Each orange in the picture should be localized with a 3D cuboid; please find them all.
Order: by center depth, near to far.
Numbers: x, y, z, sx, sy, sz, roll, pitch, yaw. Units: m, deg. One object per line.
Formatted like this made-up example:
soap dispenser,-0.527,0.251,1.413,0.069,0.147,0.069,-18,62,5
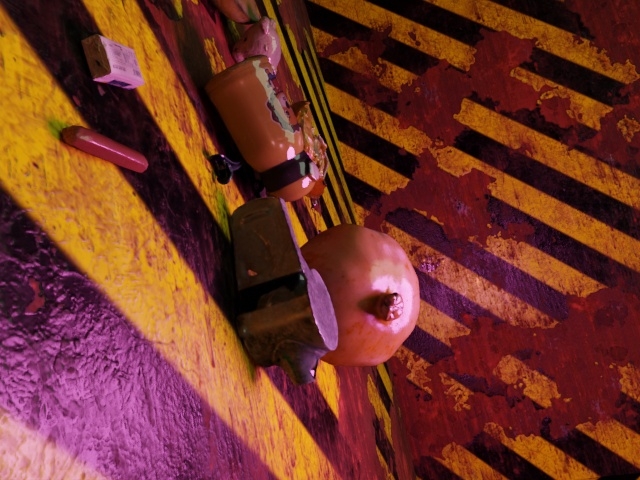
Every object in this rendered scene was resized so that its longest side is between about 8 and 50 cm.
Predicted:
orange,-0.063,-0.305,1.446,0.334,0.196,0.262,58,36,-43

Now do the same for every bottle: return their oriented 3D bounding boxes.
bottle,-0.128,-0.263,1.050,0.350,0.172,0.171,61,17,-19

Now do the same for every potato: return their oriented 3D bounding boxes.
potato,-0.284,-0.737,1.154,0.255,0.112,0.269,-71,147,-64

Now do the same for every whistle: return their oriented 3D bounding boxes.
whistle,-0.095,0.108,0.927,0.188,0.168,0.404,-60,130,-74

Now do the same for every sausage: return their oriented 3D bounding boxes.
sausage,-0.300,-0.128,0.599,0.030,0.035,0.147,57,10,13

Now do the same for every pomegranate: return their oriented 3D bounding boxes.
pomegranate,0.092,0.162,1.178,0.411,0.413,0.410,-14,90,-77

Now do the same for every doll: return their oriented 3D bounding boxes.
doll,-0.204,-0.608,1.335,0.278,0.150,0.174,-108,-171,-66

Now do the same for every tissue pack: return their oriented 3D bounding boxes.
tissue pack,-0.320,-0.274,0.648,0.083,0.042,0.062,-44,121,-75

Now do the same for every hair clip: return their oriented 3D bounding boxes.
hair clip,-0.218,-0.194,1.034,0.229,0.039,0.070,-81,153,-71

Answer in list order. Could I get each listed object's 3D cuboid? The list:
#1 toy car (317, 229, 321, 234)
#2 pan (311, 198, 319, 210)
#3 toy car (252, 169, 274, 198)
toy car,0.000,0.000,1.756,0.041,0.025,0.093,-56,134,-75
pan,-0.023,-0.158,1.833,0.115,0.024,0.068,-77,151,-64
toy car,-0.145,-0.222,1.190,0.089,0.108,0.209,-19,94,-78
